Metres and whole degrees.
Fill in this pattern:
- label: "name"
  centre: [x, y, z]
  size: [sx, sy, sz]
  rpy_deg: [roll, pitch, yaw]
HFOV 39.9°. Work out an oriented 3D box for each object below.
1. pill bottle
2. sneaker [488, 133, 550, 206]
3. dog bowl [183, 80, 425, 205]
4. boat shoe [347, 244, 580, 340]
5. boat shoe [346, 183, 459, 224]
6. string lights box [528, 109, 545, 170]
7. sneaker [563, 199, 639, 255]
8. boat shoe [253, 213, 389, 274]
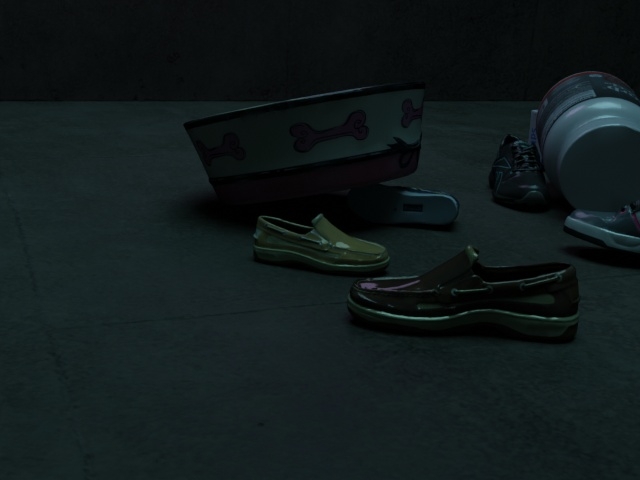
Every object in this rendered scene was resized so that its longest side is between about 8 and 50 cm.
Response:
- label: "pill bottle"
  centre: [0.517, -0.179, 1.641]
  size: [0.210, 0.210, 0.363]
  rpy_deg: [5, 23, 8]
- label: "sneaker"
  centre: [0.373, -0.133, 1.676]
  size: [0.101, 0.106, 0.267]
  rpy_deg: [4, 17, -4]
- label: "dog bowl"
  centre: [-0.015, -0.160, 1.480]
  size: [0.408, 0.150, 0.408]
  rpy_deg: [-10, 7, 1]
- label: "boat shoe"
  centre: [0.160, 0.049, 0.988]
  size: [0.257, 0.095, 0.095]
  rpy_deg: [3, 15, 1]
- label: "boat shoe"
  centre: [0.139, -0.058, 1.456]
  size: [0.183, 0.065, 0.083]
  rpy_deg: [9, 8, 12]
- label: "string lights box"
  centre: [0.583, -0.206, 1.922]
  size: [0.077, 0.133, 0.260]
  rpy_deg: [-12, 20, -41]
- label: "sneaker"
  centre: [0.502, -0.059, 1.248]
  size: [0.295, 0.178, 0.124]
  rpy_deg: [13, 5, 34]
- label: "boat shoe"
  centre: [0.000, 0.000, 1.183]
  size: [0.190, 0.072, 0.068]
  rpy_deg: [6, 15, 10]
